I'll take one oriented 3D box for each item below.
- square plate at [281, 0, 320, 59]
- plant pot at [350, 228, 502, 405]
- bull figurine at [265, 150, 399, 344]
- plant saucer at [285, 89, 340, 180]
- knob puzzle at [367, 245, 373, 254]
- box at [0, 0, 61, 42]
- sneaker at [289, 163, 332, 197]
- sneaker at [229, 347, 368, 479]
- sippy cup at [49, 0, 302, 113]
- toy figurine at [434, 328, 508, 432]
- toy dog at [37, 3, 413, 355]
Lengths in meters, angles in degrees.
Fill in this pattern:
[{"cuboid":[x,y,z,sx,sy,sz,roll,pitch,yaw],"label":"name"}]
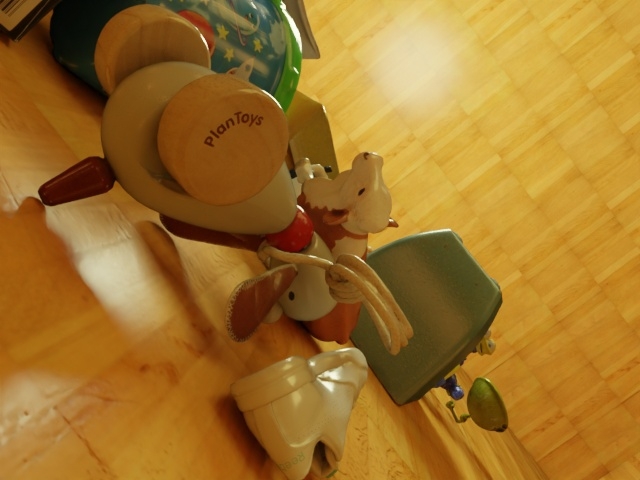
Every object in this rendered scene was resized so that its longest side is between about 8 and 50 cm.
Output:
[{"cuboid":[-0.186,-0.378,1.017,0.344,0.347,0.049,34,60,-82],"label":"square plate"},{"cuboid":[0.186,0.118,1.145,0.247,0.252,0.248,54,6,19],"label":"plant pot"},{"cuboid":[0.000,0.000,0.749,0.188,0.101,0.310,56,-26,35],"label":"bull figurine"},{"cuboid":[-0.028,-0.146,1.388,0.333,0.081,0.333,-124,-160,-67],"label":"plant saucer"},{"cuboid":[0.153,0.060,1.475,0.213,0.030,0.213,37,-3,2],"label":"knob puzzle"},{"cuboid":[-0.311,-0.336,0.607,0.165,0.143,0.270,45,9,-41],"label":"box"},{"cuboid":[-0.064,-0.087,0.939,0.235,0.153,0.094,55,5,19],"label":"sneaker"},{"cuboid":[-0.003,0.145,0.521,0.094,0.080,0.212,66,16,14],"label":"sneaker"},{"cuboid":[-0.176,-0.233,0.737,0.305,0.240,0.224,43,12,30],"label":"sippy cup"},{"cuboid":[0.249,0.278,1.379,0.217,0.191,0.363,-15,89,-41],"label":"toy figurine"},{"cuboid":[-0.088,-0.010,0.508,0.334,0.161,0.220,58,-9,-28],"label":"toy dog"}]
